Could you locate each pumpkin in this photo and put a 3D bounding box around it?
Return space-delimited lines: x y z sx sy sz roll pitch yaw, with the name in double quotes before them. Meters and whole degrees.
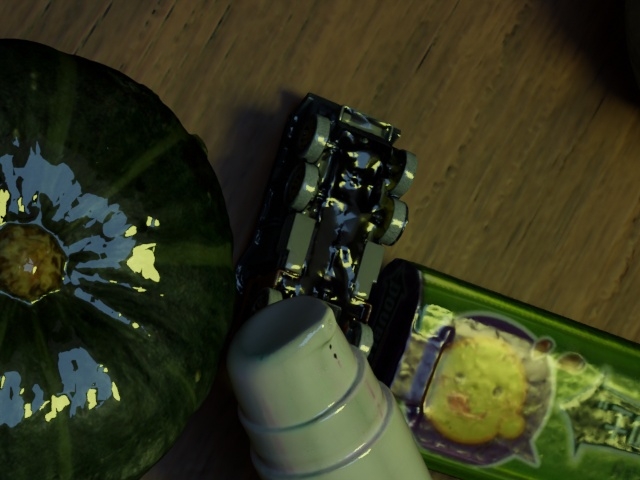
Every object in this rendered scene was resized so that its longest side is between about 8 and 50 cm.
"pumpkin" -0.196 0.026 1.206 0.300 0.207 0.300 4 76 -17

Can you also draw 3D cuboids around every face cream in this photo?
"face cream" 0.032 0.183 1.293 0.102 0.102 0.345 -36 121 -17

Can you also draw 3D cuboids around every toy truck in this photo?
"toy truck" 0.000 0.000 1.341 0.083 0.092 0.192 21 75 -21

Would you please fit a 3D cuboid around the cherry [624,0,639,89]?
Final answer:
"cherry" 0.336 -0.156 1.402 0.255 0.218 0.296 40 64 -13

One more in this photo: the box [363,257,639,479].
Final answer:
"box" 0.186 0.127 1.411 0.345 0.097 0.134 19 92 -20
